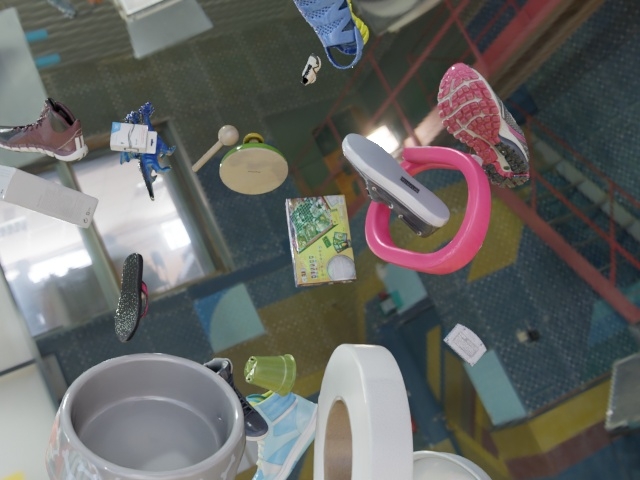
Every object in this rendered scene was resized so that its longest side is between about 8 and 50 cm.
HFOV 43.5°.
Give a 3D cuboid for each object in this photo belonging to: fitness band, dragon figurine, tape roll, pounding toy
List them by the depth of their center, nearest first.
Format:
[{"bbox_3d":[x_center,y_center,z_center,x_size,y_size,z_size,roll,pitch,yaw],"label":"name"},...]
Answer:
[{"bbox_3d":[0.178,-0.052,1.350,0.054,0.209,0.291,16,-1,-31],"label":"fitness band"},{"bbox_3d":[0.061,0.367,1.352,0.072,0.392,0.392,4,-20,-13],"label":"tape roll"},{"bbox_3d":[-0.458,-0.224,2.061,0.085,0.289,0.144,-26,-48,36],"label":"dragon figurine"},{"bbox_3d":[-0.202,-0.231,2.144,0.237,0.110,0.183,23,-47,-34],"label":"pounding toy"}]

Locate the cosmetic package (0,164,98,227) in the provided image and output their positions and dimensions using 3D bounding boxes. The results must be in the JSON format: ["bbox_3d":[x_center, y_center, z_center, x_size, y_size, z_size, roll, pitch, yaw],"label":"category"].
[{"bbox_3d":[-0.663,-0.105,1.908,0.117,0.085,0.231,13,-8,42],"label":"cosmetic package"}]

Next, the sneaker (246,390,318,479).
[{"bbox_3d":[-0.150,0.531,2.146,0.319,0.208,0.127,-55,4,-4],"label":"sneaker"}]

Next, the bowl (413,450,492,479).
[{"bbox_3d":[0.280,0.578,1.714,0.298,0.298,0.134,-34,-16,33],"label":"bowl"}]

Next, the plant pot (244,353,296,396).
[{"bbox_3d":[-0.101,0.255,1.546,0.079,0.083,0.083,14,-33,-29],"label":"plant pot"}]

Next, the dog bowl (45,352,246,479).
[{"bbox_3d":[-0.289,0.326,1.377,0.349,0.349,0.102,-16,-51,-40],"label":"dog bowl"}]

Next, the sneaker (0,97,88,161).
[{"bbox_3d":[-0.778,-0.325,2.210,0.106,0.281,0.162,-72,-9,-56],"label":"sneaker"}]

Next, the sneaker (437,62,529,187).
[{"bbox_3d":[0.337,-0.243,1.654,0.121,0.299,0.112,-15,39,32],"label":"sneaker"}]

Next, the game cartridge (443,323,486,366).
[{"bbox_3d":[0.305,0.216,1.679,0.056,0.083,0.017,-47,5,-6],"label":"game cartridge"}]

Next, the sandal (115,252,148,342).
[{"bbox_3d":[-0.346,0.107,1.504,0.067,0.179,0.040,-23,-37,32],"label":"sandal"}]

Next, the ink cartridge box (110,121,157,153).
[{"bbox_3d":[-0.357,-0.196,1.534,0.083,0.048,0.028,4,-17,-10],"label":"ink cartridge box"}]

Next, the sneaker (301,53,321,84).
[{"bbox_3d":[-0.030,-0.511,2.409,0.044,0.040,0.109,-39,-24,-37],"label":"sneaker"}]

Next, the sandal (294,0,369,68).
[{"bbox_3d":[0.032,-0.556,2.065,0.126,0.138,0.317,-10,-28,31],"label":"sandal"}]

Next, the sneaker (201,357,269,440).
[{"bbox_3d":[-0.217,0.388,1.975,0.086,0.226,0.163,-41,-26,-38],"label":"sneaker"}]

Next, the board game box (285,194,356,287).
[{"bbox_3d":[0.000,0.000,2.184,0.165,0.243,0.042,-4,-16,-10],"label":"board game box"}]

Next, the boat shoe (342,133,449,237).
[{"bbox_3d":[0.119,-0.090,1.397,0.076,0.228,0.080,-51,1,38],"label":"boat shoe"}]
